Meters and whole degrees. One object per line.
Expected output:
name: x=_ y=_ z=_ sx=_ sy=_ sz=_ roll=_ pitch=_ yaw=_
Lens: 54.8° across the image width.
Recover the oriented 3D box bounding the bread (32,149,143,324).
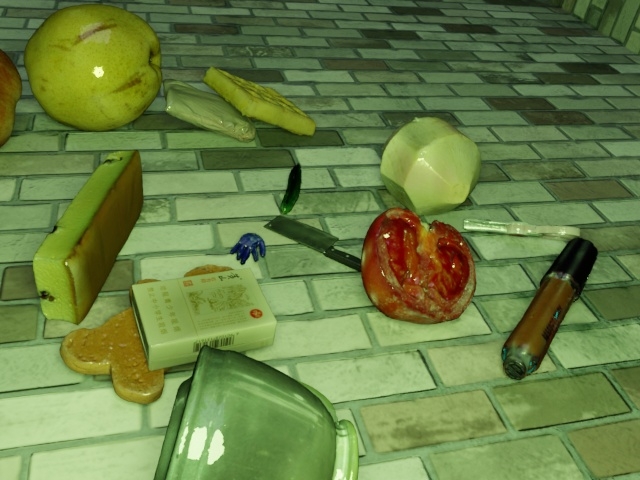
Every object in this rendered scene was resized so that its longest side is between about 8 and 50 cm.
bread: x=-0.408 y=-0.023 z=1.126 sx=0.077 sy=0.138 sz=0.361 roll=6 pitch=37 yaw=0

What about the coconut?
coconut: x=0.257 y=-0.168 z=1.403 sx=0.236 sy=0.197 sz=0.237 roll=8 pitch=32 yaw=-5

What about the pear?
pear: x=-0.538 y=-0.411 z=1.486 sx=0.314 sy=0.314 sz=0.314 roll=6 pitch=37 yaw=-4

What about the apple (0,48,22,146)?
apple: x=-0.773 y=-0.315 z=1.334 sx=0.309 sy=0.277 sz=0.250 roll=51 pitch=17 yaw=27

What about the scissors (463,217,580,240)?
scissors: x=0.438 y=-0.024 z=1.358 sx=0.242 sy=0.031 sz=0.118 roll=5 pitch=-6 yaw=12

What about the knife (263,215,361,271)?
knife: x=0.000 y=0.000 z=1.276 sx=0.245 sy=0.019 sz=0.072 roll=25 pitch=39 yaw=23

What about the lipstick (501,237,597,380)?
lipstick: x=0.436 y=0.118 z=1.162 sx=0.077 sy=0.077 sz=0.418 roll=27 pitch=42 yaw=23

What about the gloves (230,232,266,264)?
gloves: x=-0.138 y=0.017 z=1.219 sx=0.064 sy=0.026 sz=0.086 roll=19 pitch=38 yaw=10

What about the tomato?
tomato: x=0.158 y=0.059 z=1.115 sx=0.233 sy=0.139 sz=0.201 roll=23 pitch=57 yaw=-22

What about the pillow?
pillow: x=-0.280 y=-0.326 z=1.541 sx=0.270 sy=0.067 sz=0.173 roll=16 pitch=32 yaw=-38

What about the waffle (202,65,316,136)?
waffle: x=-0.154 y=-0.360 z=1.604 sx=0.247 sy=0.055 sz=0.221 roll=9 pitch=26 yaw=-47

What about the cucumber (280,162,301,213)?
cucumber: x=-0.063 y=-0.118 z=1.406 sx=0.036 sy=0.033 sz=0.184 roll=30 pitch=35 yaw=-14

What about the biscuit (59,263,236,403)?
biscuit: x=-0.244 y=0.139 z=1.020 sx=0.205 sy=0.049 sz=0.324 roll=25 pitch=41 yaw=17

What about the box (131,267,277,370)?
box: x=-0.186 y=0.119 z=0.979 sx=0.201 sy=0.058 sz=0.141 roll=-10 pitch=42 yaw=-25

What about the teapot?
teapot: x=-0.083 y=0.277 z=0.787 sx=0.239 sy=0.321 sz=0.240 roll=17 pitch=75 yaw=-9
